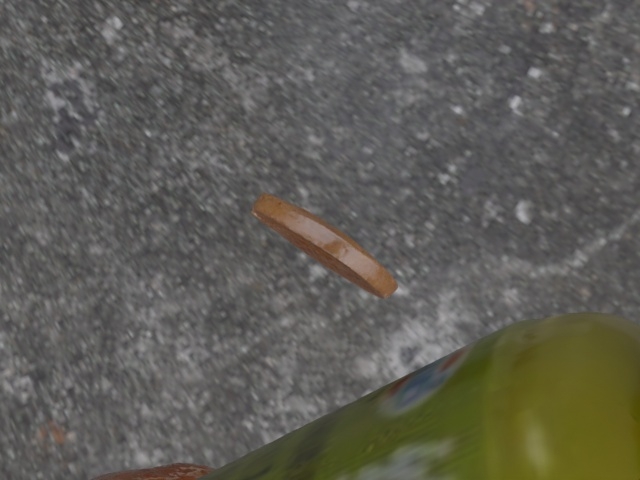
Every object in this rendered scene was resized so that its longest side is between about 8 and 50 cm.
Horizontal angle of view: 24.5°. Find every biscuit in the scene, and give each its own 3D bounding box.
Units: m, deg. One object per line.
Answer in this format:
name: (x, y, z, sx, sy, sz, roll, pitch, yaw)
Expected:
biscuit: (0.000, 0.000, 0.712, 0.015, 0.078, 0.091, -57, 156, -4)

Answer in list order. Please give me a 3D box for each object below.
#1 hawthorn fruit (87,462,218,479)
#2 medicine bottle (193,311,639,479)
hawthorn fruit: (-0.142, 0.259, 0.980, 0.224, 0.260, 0.224, 13, 74, -51)
medicine bottle: (0.076, 0.136, 0.405, 0.384, 0.224, 0.224, -28, 122, 20)
